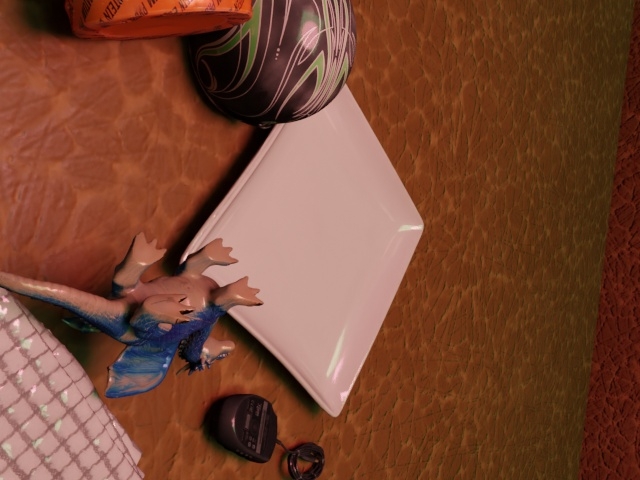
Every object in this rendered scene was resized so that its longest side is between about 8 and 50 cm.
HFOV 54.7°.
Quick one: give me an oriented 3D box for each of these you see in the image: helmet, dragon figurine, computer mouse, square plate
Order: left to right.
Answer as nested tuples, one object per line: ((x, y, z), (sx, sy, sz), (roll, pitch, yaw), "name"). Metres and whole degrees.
((-0.147, 0.070, 0.508), (0.085, 0.144, 0.289), (52, 26, 18), "dragon figurine")
((-0.062, 0.252, 0.772), (0.242, 0.041, 0.071), (51, 39, -46), "computer mouse")
((-0.041, -0.210, 0.647), (0.169, 0.161, 0.169), (14, 70, -44), "helmet")
((0.000, 0.000, 0.812), (0.347, 0.049, 0.344), (53, 53, -38), "square plate")

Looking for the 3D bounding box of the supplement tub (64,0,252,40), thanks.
((-0.150, -0.332, 0.491), (0.193, 0.194, 0.316), (-22, 110, -48), "supplement tub")

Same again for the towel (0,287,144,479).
((-0.271, 0.183, 0.446), (0.235, 0.121, 0.283), (-49, 126, -39), "towel")
